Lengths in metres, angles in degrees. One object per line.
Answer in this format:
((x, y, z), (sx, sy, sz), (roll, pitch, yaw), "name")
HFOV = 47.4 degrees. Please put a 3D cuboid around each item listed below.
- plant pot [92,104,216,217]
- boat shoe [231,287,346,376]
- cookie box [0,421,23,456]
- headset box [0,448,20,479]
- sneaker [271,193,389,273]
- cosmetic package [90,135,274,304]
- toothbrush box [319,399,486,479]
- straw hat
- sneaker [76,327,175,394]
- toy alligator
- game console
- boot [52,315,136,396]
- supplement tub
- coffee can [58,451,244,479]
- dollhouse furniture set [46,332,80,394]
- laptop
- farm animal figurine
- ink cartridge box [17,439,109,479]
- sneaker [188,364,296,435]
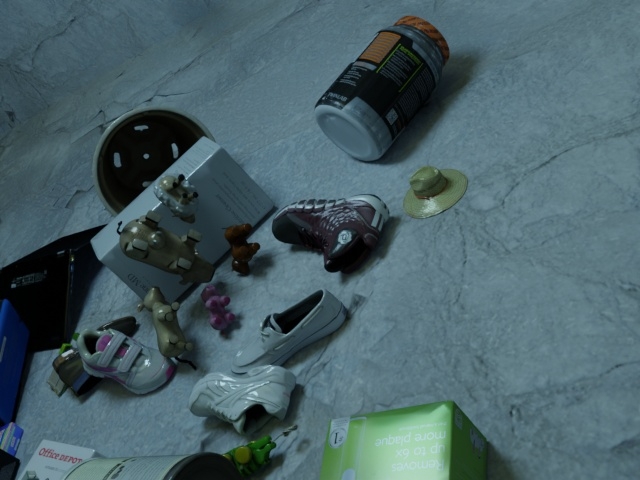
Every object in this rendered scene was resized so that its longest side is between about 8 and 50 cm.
((-0.470, -0.218, 2.025), (0.334, 0.334, 0.305), (-44, 24, -5), "plant pot")
((-0.077, 0.174, 1.398), (0.258, 0.084, 0.095), (-35, 35, 6), "boat shoe")
((-0.767, 0.492, 1.726), (0.107, 0.040, 0.092), (-24, 37, 20), "cookie box")
((-0.836, 0.599, 1.612), (0.293, 0.110, 0.218), (-24, 39, 22), "headset box")
((0.000, 0.000, 1.504), (0.281, 0.106, 0.163), (-12, 47, 33), "sneaker")
((-0.333, -0.039, 1.750), (0.385, 0.217, 0.156), (-47, 30, -7), "cosmetic package")
((0.105, 0.378, 0.976), (0.206, 0.122, 0.283), (-17, 43, 30), "toothbrush box")
((0.217, -0.116, 1.465), (0.144, 0.061, 0.144), (-24, 39, 21), "straw hat")
((-0.439, 0.257, 1.592), (0.252, 0.111, 0.103), (7, 54, 22), "sneaker")
((-0.112, 0.371, 1.249), (0.189, 0.056, 0.051), (-26, 79, 18), "toy alligator")
((-0.852, 0.338, 1.845), (0.173, 0.250, 0.293), (-8, 48, 0), "game console")
((-0.515, 0.275, 1.728), (0.219, 0.082, 0.106), (-35, 60, -10), "boot")
((0.148, -0.353, 1.674), (0.316, 0.193, 0.193), (-51, 36, -15), "supplement tub")
((-0.282, 0.451, 1.181), (0.275, 0.201, 0.202), (-13, 43, 33), "coffee can")
((-0.611, 0.306, 1.802), (0.076, 0.058, 0.152), (20, 85, 43), "dollhouse furniture set")
((-0.755, 0.130, 2.133), (0.382, 0.236, 0.408), (-13, 72, 34), "laptop")
((-0.312, 0.064, 1.593), (0.330, 0.327, 0.172), (-53, 12, -26), "farm animal figurine")
((-0.513, 0.532, 1.382), (0.198, 0.115, 0.273), (-5, 48, 40), "ink cartridge box")
((-0.156, 0.302, 1.331), (0.232, 0.090, 0.115), (-19, 43, 28), "sneaker")
